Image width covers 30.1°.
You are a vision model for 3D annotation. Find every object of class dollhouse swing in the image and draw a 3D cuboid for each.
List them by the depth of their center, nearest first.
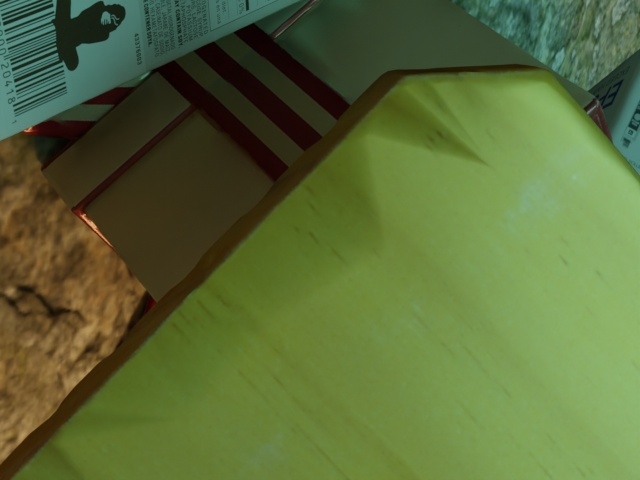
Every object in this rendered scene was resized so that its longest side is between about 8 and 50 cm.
[{"bbox_3d":[0.055,0.115,0.577,0.347,0.305,0.315,-46,-178,1],"label":"dollhouse swing"}]

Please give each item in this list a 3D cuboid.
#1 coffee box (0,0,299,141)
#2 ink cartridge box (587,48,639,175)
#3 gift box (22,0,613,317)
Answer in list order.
[{"bbox_3d":[-0.104,-0.145,0.548,0.246,0.141,0.098,-36,132,-42],"label":"coffee box"},{"bbox_3d":[0.145,0.046,0.915,0.330,0.071,0.324,-61,-176,-14],"label":"ink cartridge box"},{"bbox_3d":[0.000,0.000,0.679,0.276,0.258,0.255,-38,140,-7],"label":"gift box"}]
